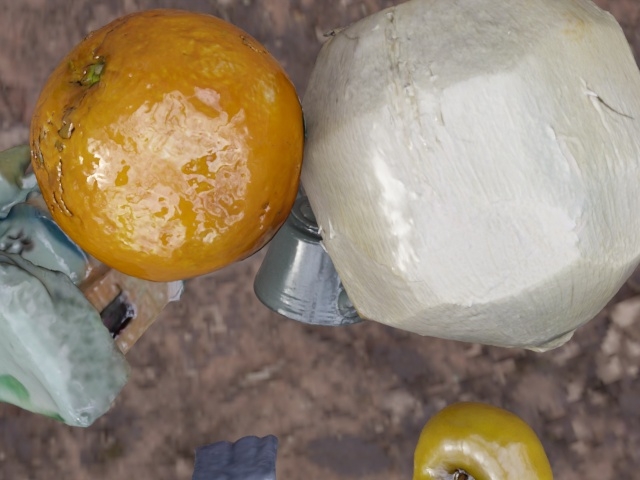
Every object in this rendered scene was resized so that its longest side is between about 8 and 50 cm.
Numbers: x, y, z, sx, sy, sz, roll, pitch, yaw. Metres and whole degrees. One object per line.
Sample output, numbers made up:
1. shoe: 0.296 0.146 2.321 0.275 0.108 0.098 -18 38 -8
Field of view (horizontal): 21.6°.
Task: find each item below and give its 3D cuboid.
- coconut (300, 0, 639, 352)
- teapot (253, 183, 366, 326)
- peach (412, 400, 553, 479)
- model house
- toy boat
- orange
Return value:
1. coconut: 0.153 -0.059 1.592 0.346 0.346 0.360 -19 92 6
2. teapot: 0.000 0.000 2.076 0.162 0.239 0.149 -9 122 -30
3. peach: 0.186 0.277 1.957 0.179 0.179 0.103 -51 158 25
4. model house: -0.256 -0.009 1.679 0.267 0.325 0.194 10 137 43
5. toy boat: -0.066 0.294 1.307 0.078 0.127 0.283 2 106 -3
6. orange: -0.134 -0.084 1.492 0.246 0.246 0.246 -4 126 -5
